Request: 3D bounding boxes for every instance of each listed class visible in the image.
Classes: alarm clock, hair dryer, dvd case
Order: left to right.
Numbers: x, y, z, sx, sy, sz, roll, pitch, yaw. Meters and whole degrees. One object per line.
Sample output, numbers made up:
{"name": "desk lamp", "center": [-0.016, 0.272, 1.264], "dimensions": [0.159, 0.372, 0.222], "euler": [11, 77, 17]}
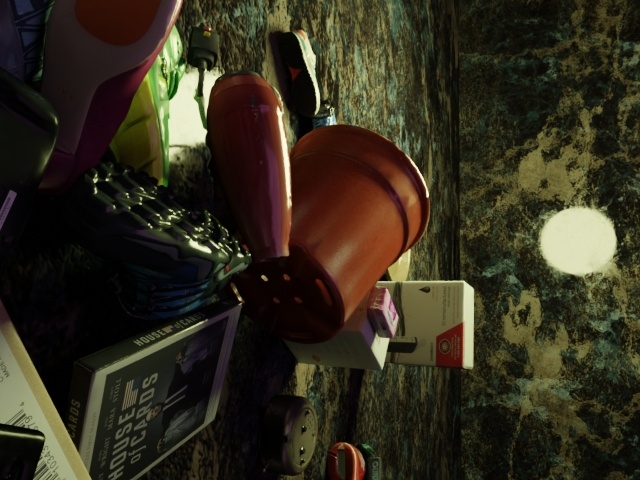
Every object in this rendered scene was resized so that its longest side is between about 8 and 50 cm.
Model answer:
{"name": "dvd case", "center": [-0.179, 0.173, 0.566], "dimensions": [0.239, 0.030, 0.179], "euler": [-20, 129, -65]}
{"name": "hair dryer", "center": [-0.086, -0.090, 0.580], "dimensions": [0.223, 0.080, 0.293], "euler": [91, -18, -44]}
{"name": "alarm clock", "center": [-0.043, 0.340, 0.898], "dimensions": [0.192, 0.064, 0.129], "euler": [35, 57, -65]}

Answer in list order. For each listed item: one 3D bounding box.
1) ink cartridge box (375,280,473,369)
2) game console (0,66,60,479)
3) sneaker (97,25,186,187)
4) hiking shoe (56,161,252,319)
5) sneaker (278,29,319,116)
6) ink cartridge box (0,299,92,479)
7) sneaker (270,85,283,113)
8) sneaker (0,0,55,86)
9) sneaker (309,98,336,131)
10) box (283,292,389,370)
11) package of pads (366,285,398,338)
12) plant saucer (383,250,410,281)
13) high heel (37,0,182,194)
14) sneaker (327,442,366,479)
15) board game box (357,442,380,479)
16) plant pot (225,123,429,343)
{"name": "ink cartridge box", "center": [0.222, 0.202, 1.237], "dimensions": [0.114, 0.273, 0.197], "euler": [28, 63, -59]}
{"name": "game console", "center": [-0.240, 0.046, 0.294], "dimensions": [0.213, 0.044, 0.361], "euler": [47, 45, -52]}
{"name": "sneaker", "center": [-0.188, -0.163, 0.543], "dimensions": [0.123, 0.109, 0.295], "euler": [-10, 99, -65]}
{"name": "hiking shoe", "center": [-0.155, 0.028, 0.487], "dimensions": [0.132, 0.113, 0.304], "euler": [-46, 167, -2]}
{"name": "sneaker", "center": [-0.026, -0.322, 0.975], "dimensions": [0.075, 0.057, 0.161], "euler": [-49, 130, -49]}
{"name": "ink cartridge box", "center": [-0.282, 0.167, 0.341], "dimensions": [0.193, 0.088, 0.234], "euler": [-52, 135, -56]}
{"name": "sneaker", "center": [-0.105, -0.190, 0.795], "dimensions": [0.065, 0.061, 0.157], "euler": [44, 49, -49]}
{"name": "sneaker", "center": [-0.241, -0.232, 0.374], "dimensions": [0.125, 0.104, 0.261], "euler": [-38, 155, -60]}
{"name": "sneaker", "center": [-0.001, -0.225, 1.019], "dimensions": [0.152, 0.058, 0.084], "euler": [-72, 155, -45]}
{"name": "box", "center": [0.024, 0.157, 0.918], "dimensions": [0.130, 0.171, 0.091], "euler": [63, 36, -43]}
{"name": "package of pads", "center": [0.104, 0.120, 0.850], "dimensions": [0.083, 0.032, 0.050], "euler": [64, 36, -39]}
{"name": "plant saucer", "center": [0.217, 0.000, 1.515], "dimensions": [0.278, 0.041, 0.277], "euler": [-2, 90, -66]}
{"name": "high heel", "center": [-0.186, -0.141, 0.447], "dimensions": [0.244, 0.082, 0.117], "euler": [-58, -173, 8]}
{"name": "sneaker", "center": [0.066, 0.554, 1.092], "dimensions": [0.128, 0.087, 0.221], "euler": [40, 53, -57]}
{"name": "board game box", "center": [0.110, 0.583, 1.183], "dimensions": [0.126, 0.026, 0.186], "euler": [143, -50, -78]}
{"name": "plant pot", "center": [0.000, 0.000, 0.796], "dimensions": [0.265, 0.272, 0.272], "euler": [-53, 136, -43]}
